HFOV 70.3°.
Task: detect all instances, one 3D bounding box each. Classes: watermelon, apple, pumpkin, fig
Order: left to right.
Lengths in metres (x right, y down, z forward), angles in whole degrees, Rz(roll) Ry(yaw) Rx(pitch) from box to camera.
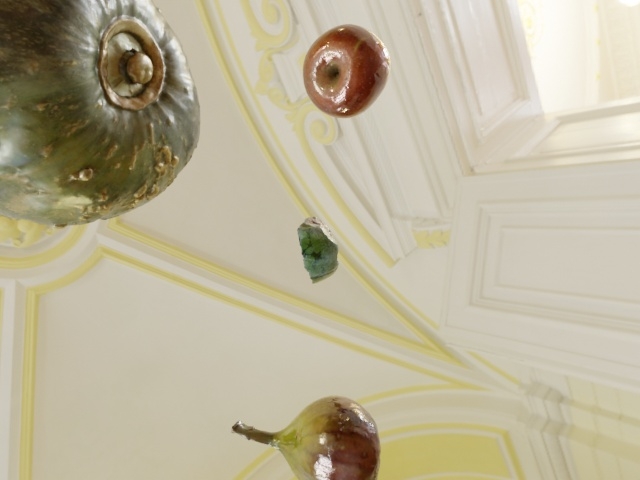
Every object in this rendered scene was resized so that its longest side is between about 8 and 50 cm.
[{"bbox_3d":[-0.297,-0.164,0.509,0.291,0.258,0.327,-59,-33,-39],"label":"pumpkin"},{"bbox_3d":[-0.008,0.299,0.707,0.143,0.231,0.160,-53,-31,-23],"label":"fig"},{"bbox_3d":[0.000,0.000,0.920,0.187,0.071,0.139,75,-173,-53],"label":"watermelon"},{"bbox_3d":[0.063,-0.384,1.040,0.162,0.201,0.200,-28,-70,-55],"label":"apple"}]
